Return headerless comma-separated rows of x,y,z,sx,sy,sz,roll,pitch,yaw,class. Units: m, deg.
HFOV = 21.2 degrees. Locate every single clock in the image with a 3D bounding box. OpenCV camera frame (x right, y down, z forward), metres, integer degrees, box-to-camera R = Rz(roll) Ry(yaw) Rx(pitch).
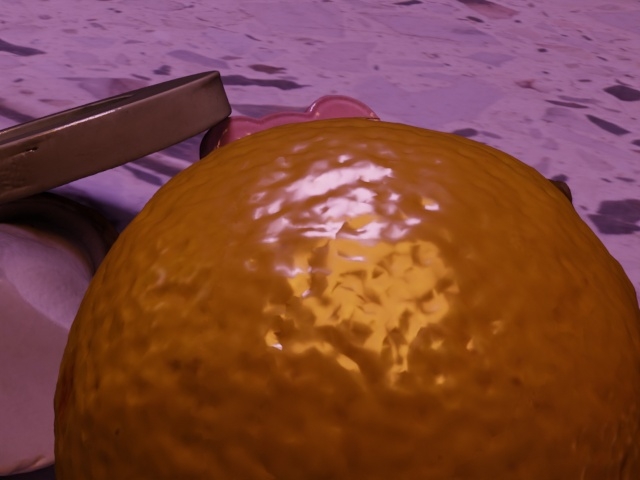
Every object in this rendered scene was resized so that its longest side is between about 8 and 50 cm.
-0.163,-0.048,0.949,0.235,0.029,0.235,-16,9,3,clock

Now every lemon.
0.011,0.069,0.644,0.228,0.228,0.253,16,26,14,lemon

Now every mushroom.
-0.153,0.037,0.830,0.116,0.093,0.225,16,13,-14,mushroom

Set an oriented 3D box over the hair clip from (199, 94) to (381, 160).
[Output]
0.002,-0.010,0.957,0.123,0.102,0.138,-9,30,-28,hair clip
